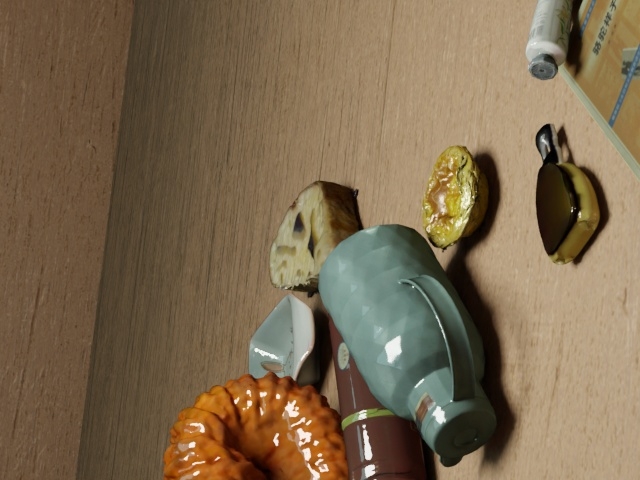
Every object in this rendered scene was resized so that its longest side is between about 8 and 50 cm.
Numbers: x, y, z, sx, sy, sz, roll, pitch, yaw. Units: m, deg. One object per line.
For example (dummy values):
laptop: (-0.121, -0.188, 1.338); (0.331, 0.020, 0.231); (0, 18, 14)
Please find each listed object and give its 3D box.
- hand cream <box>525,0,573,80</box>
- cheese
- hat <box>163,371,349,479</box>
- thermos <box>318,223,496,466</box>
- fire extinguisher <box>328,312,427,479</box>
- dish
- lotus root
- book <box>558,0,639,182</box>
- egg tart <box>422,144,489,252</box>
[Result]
hand cream: (0.250, -0.251, 1.609); (0.067, 0.042, 0.194); (116, 172, -56)
cheese: (0.245, -0.057, 1.566); (0.086, 0.036, 0.162); (114, 156, -44)
hat: (-0.112, 0.373, 2.071); (0.400, 0.285, 0.285); (119, 153, -53)
thermos: (0.111, 0.107, 1.701); (0.286, 0.145, 0.182); (-120, 26, -45)
fire extinguisher: (0.065, 0.181, 1.871); (0.141, 0.105, 0.341); (126, 144, -51)
dish: (-0.042, 0.176, 2.243); (0.234, 0.064, 0.154); (128, 146, -56)
lotus root: (0.000, 0.000, 2.194); (0.261, 0.074, 0.170); (148, 131, -65)
book: (0.304, -0.185, 1.480); (0.241, 0.018, 0.170); (-111, 35, -55)
egg tart: (0.161, -0.046, 1.779); (0.130, 0.052, 0.130); (-170, 90, -70)
